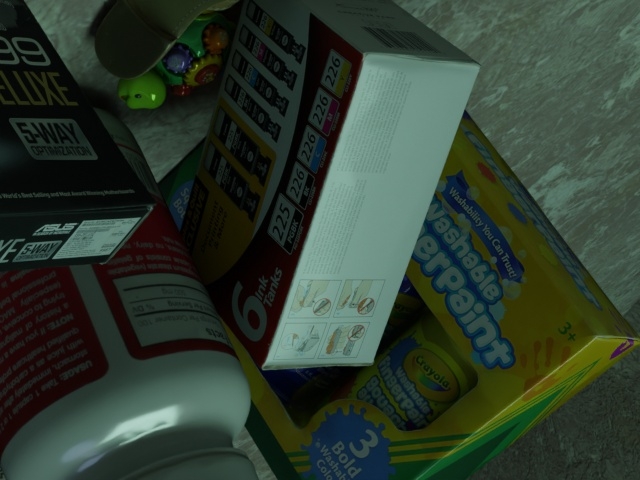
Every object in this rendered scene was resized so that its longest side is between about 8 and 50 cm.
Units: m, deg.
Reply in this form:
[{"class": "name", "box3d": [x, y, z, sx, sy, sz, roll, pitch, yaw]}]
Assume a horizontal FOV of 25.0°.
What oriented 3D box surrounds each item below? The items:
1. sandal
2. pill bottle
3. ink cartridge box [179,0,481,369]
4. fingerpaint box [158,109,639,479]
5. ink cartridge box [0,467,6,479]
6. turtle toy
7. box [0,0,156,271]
[{"class": "sandal", "box3d": [-0.101, -0.235, 1.256, 0.240, 0.088, 0.079, -38, -173, 29]}, {"class": "pill bottle", "box3d": [-0.204, 0.097, 1.301, 0.229, 0.407, 0.229, -22, 155, -11]}, {"class": "ink cartridge box", "box3d": [-0.022, -0.082, 1.337, 0.130, 0.272, 0.309, 1, 119, -34]}, {"class": "fingerpaint box", "box3d": [0.050, 0.040, 1.538, 0.371, 0.444, 0.163, -41, 158, 19]}, {"class": "ink cartridge box", "box3d": [-0.468, 0.377, 1.838, 0.353, 0.207, 0.119, -45, 156, 29]}, {"class": "turtle toy", "box3d": [-0.132, -0.168, 1.337, 0.130, 0.066, 0.095, -30, 159, -12]}, {"class": "box", "box3d": [-0.297, -0.087, 1.018, 0.307, 0.242, 0.076, -4, 144, -52]}]
